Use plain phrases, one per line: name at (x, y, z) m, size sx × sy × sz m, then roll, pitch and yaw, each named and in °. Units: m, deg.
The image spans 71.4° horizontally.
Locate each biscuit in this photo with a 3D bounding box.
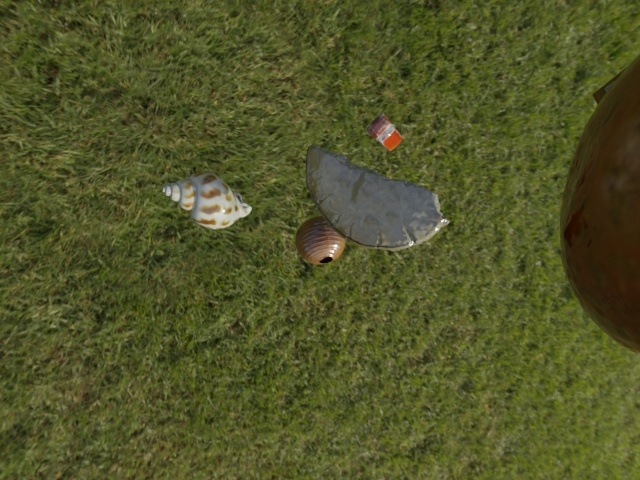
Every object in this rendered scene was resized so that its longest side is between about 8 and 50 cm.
biscuit at (0.078, -0.061, 0.789) m, size 0.289 × 0.038 × 0.141 m, roll 26°, pitch 100°, yaw 18°

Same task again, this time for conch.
conch at (-0.335, -0.121, 1.331) m, size 0.149 × 0.182 × 0.275 m, roll -48°, pitch 138°, yaw -1°

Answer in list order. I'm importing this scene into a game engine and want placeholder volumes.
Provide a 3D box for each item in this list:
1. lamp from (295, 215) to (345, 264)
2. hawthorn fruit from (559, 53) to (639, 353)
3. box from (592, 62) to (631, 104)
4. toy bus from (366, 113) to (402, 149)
lamp at (0.000, 0.000, 1.193) m, size 0.136 × 0.136 × 0.136 m, roll -5°, pitch 105°, yaw -20°
hawthorn fruit at (0.439, -0.064, 0.405) m, size 0.402 × 0.403 × 0.403 m, roll -5°, pitch 105°, yaw -20°
box at (0.628, -0.306, 0.890) m, size 0.022 × 0.156 × 0.089 m, roll -14°, pitch 73°, yaw -16°
toy bus at (0.207, -0.339, 1.416) m, size 0.079 × 0.174 × 0.077 m, roll -43°, pitch 78°, yaw 15°
